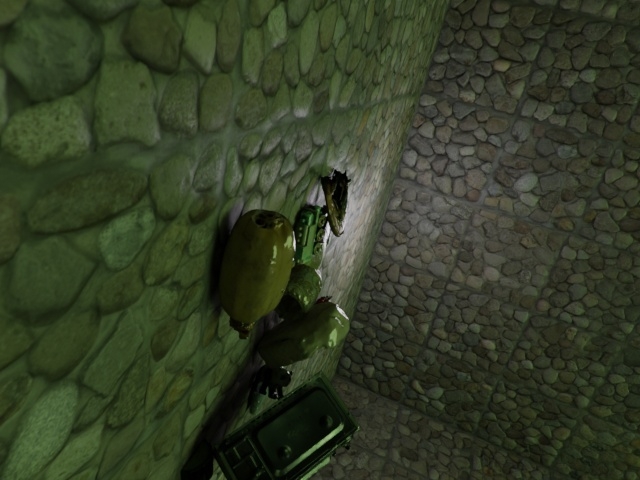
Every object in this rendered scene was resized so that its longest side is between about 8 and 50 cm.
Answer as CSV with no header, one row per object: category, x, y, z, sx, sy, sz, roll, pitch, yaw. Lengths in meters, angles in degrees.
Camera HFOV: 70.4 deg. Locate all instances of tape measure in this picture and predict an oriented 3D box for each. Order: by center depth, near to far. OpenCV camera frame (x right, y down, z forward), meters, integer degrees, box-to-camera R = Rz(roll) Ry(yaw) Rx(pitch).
tape measure,-0.005,-0.053,1.652,0.118,0.074,0.125,75,31,-58

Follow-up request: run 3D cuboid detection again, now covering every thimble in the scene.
thimble,-0.083,0.185,1.557,0.143,0.138,0.190,-60,178,-44

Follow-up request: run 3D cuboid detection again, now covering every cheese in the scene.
cheese,-0.057,0.326,1.571,0.327,0.115,0.318,-30,-174,-15

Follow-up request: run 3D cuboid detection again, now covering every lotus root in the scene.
lotus root,-0.160,0.084,1.073,0.169,0.152,0.342,-23,138,-52

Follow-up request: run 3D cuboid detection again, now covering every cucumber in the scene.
cucumber,-0.354,0.670,1.340,0.116,0.062,0.115,-54,155,-54

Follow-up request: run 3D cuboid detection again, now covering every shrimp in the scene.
shrimp,0.045,-0.156,1.612,0.178,0.075,0.289,50,44,-60

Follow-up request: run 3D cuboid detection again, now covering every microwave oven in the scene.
microwave oven,-0.112,0.660,1.455,0.394,0.247,0.333,-28,162,-26

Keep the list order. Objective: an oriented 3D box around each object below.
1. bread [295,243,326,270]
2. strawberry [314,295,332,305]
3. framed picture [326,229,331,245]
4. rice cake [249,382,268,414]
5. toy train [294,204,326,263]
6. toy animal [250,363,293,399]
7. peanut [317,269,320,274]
bread,-0.035,0.074,1.755,0.228,0.034,0.228,-51,156,-34
strawberry,-0.003,0.356,2.234,0.140,0.085,0.192,-62,172,-62
framed picture,0.000,0.000,1.876,0.252,0.014,0.197,-53,158,-52
rice cake,-0.211,0.566,1.791,0.237,0.043,0.127,-47,153,-57
toy train,-0.044,-0.022,1.524,0.125,0.081,0.193,-23,127,-56
toy animal,-0.166,0.494,1.603,0.225,0.094,0.121,-34,-147,66
peanut,-0.024,0.147,1.913,0.113,0.054,0.053,72,39,-64
